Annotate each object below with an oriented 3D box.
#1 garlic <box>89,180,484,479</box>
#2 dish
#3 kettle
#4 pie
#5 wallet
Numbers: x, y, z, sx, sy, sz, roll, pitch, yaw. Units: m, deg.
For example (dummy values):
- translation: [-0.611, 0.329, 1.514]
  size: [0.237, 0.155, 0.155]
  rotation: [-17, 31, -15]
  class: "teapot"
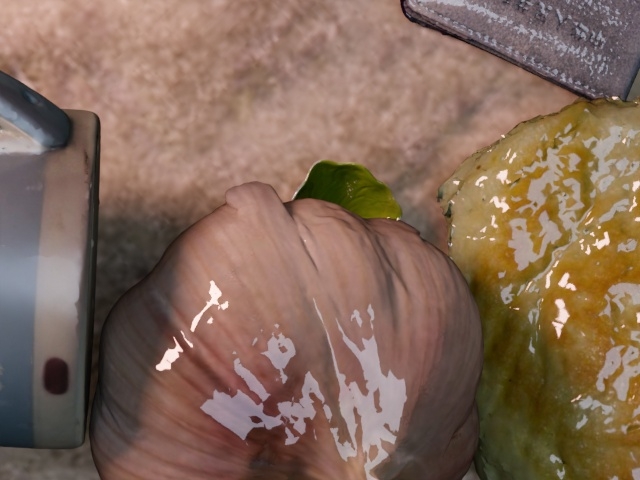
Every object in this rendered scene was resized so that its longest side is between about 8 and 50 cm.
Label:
- translation: [-0.026, 0.123, 1.242]
  size: [0.322, 0.241, 0.321]
  rotation: [1, 104, 4]
  class: "garlic"
- translation: [0.000, 0.000, 1.345]
  size: [0.091, 0.039, 0.137]
  rotation: [34, 88, -16]
  class: "dish"
- translation: [-0.328, -0.012, 1.162]
  size: [0.342, 0.247, 0.319]
  rotation: [4, 120, -6]
  class: "kettle"
- translation: [0.296, 0.083, 1.344]
  size: [0.418, 0.180, 0.395]
  rotation: [3, 85, 1]
  class: "pie"
- translation: [0.186, -0.221, 1.378]
  size: [0.222, 0.036, 0.167]
  rotation: [25, 86, -11]
  class: "wallet"
